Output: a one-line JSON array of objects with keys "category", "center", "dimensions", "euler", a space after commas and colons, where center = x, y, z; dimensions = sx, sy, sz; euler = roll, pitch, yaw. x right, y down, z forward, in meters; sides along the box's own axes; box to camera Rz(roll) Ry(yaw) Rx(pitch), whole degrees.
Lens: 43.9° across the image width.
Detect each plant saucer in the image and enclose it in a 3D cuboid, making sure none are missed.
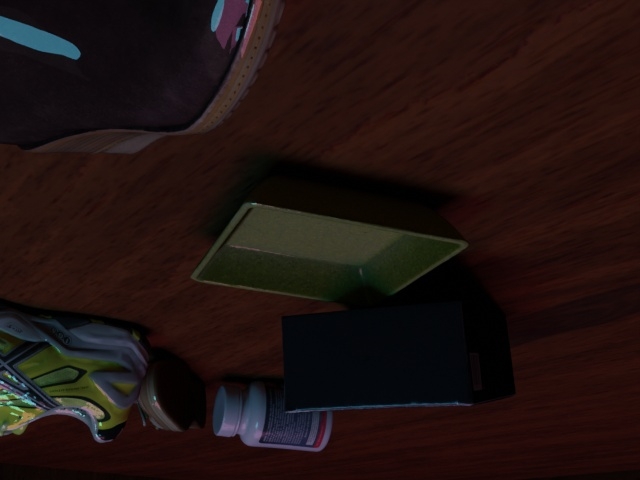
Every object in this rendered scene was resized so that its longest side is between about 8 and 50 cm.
[{"category": "plant saucer", "center": [0.000, 0.000, 0.687], "dimensions": [0.189, 0.045, 0.188], "euler": [10, 156, -19]}]

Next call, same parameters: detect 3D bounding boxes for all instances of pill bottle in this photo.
[{"category": "pill bottle", "center": [-0.080, 0.287, 1.307], "dimensions": [0.180, 0.107, 0.108], "euler": [10, 156, -19]}]

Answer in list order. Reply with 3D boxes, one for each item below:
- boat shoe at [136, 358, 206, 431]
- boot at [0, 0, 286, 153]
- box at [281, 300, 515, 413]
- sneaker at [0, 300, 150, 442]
[{"category": "boat shoe", "center": [-0.244, 0.250, 1.235], "dimensions": [0.089, 0.104, 0.285], "euler": [-3, 158, 3]}, {"category": "boot", "center": [-0.149, -0.108, 0.375], "dimensions": [0.207, 0.090, 0.248], "euler": [13, 159, -30]}, {"category": "box", "center": [0.094, 0.128, 0.853], "dimensions": [0.184, 0.103, 0.261], "euler": [-10, 168, 20]}, {"category": "sneaker", "center": [-0.402, 0.156, 0.963], "dimensions": [0.385, 0.147, 0.145], "euler": [12, 157, -20]}]
